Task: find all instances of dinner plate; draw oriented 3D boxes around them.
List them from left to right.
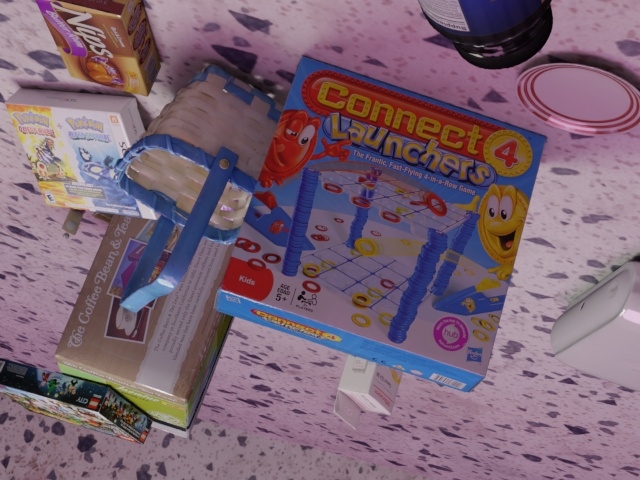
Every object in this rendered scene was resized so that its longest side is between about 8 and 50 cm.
[{"bbox_3d":[0.275,-0.152,1.234,0.141,0.017,0.141,15,159,6],"label":"dinner plate"}]

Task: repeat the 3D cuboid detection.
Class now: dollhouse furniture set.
[{"bbox_3d":[-0.385,-0.028,2.013,0.114,0.081,0.091,26,158,-21],"label":"dollhouse furniture set"}]

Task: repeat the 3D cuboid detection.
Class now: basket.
[{"bbox_3d":[-0.158,-0.053,1.455,0.201,0.289,0.255,32,161,-14],"label":"basket"}]

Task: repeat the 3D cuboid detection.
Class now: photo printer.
[{"bbox_3d":[0.495,0.133,1.652,0.256,0.107,0.307,19,160,-4],"label":"photo printer"}]

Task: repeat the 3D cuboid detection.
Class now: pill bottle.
[{"bbox_3d":[0.130,-0.241,0.976,0.123,0.123,0.219,8,158,25],"label":"pill bottle"}]

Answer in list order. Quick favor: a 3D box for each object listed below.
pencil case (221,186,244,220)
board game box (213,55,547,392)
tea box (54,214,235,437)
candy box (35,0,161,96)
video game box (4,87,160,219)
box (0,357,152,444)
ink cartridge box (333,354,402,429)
[{"bbox_3d":[-0.188,-0.079,1.721,0.206,0.086,0.088,4,121,28],"label":"pencil case"},{"bbox_3d":[0.072,-0.020,1.335,0.308,0.302,0.086,18,159,-1],"label":"board game box"},{"bbox_3d":[-0.260,0.113,1.914,0.220,0.329,0.323,19,160,2],"label":"tea box"},{"bbox_3d":[-0.260,-0.248,1.388,0.109,0.053,0.186,15,161,7],"label":"candy box"},{"bbox_3d":[-0.332,-0.124,1.674,0.205,0.048,0.187,7,129,26],"label":"video game box"},{"bbox_3d":[-0.405,0.256,1.872,0.233,0.044,0.159,11,157,25],"label":"box"},{"bbox_3d":[0.097,0.242,2.134,0.067,0.198,0.115,6,157,31],"label":"ink cartridge box"}]
